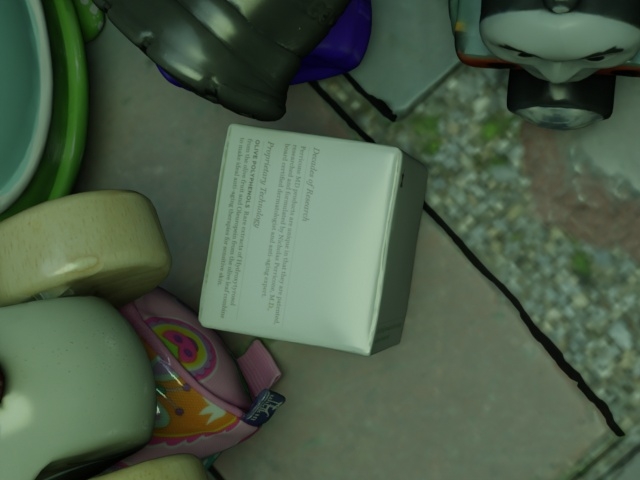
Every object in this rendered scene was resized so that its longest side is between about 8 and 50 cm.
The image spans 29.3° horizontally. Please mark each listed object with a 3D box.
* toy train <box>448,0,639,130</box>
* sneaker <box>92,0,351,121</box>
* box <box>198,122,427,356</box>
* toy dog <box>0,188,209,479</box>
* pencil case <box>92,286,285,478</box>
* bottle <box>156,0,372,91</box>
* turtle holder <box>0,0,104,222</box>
[{"bbox_3d":[0.121,-0.222,0.558,0.142,0.190,0.334,7,88,13],"label":"toy train"},{"bbox_3d":[-0.088,-0.184,0.563,0.286,0.109,0.130,43,99,11],"label":"sneaker"},{"bbox_3d":[0.000,0.000,0.616,0.087,0.101,0.102,8,90,12],"label":"box"},{"bbox_3d":[-0.199,0.100,0.506,0.333,0.161,0.220,-42,69,8],"label":"toy dog"},{"bbox_3d":[-0.149,0.143,0.633,0.124,0.124,0.284,45,95,11],"label":"pencil case"},{"bbox_3d":[-0.044,-0.223,0.643,0.118,0.092,0.283,-9,84,18],"label":"bottle"},{"bbox_3d":[-0.239,-0.109,0.609,0.243,0.227,0.320,24,92,13],"label":"turtle holder"}]
